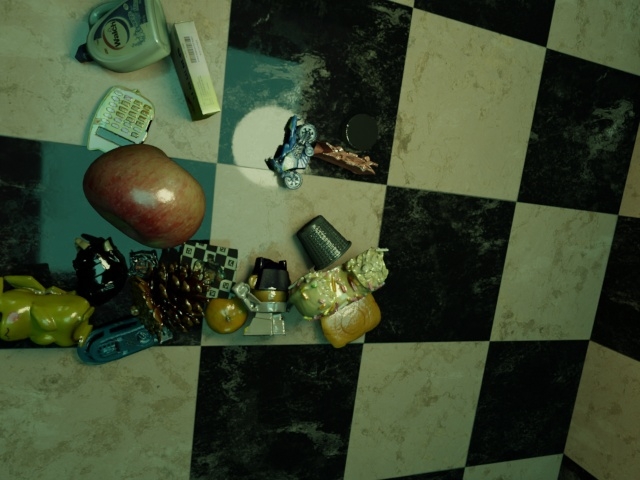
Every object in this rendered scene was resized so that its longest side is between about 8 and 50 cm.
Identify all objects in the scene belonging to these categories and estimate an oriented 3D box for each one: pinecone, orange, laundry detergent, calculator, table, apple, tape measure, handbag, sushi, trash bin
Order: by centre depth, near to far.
[{"bbox_3d":[-0.593,-0.600,1.223,0.280,0.105,0.215,-13,85,11],"label":"laundry detergent"},{"bbox_3d":[-0.505,-0.141,1.254,0.345,0.344,0.269,43,64,-21],"label":"apple"},{"bbox_3d":[-0.623,-0.367,1.314,0.157,0.033,0.237,25,89,-21],"label":"calculator"},{"bbox_3d":[-0.471,0.187,1.332,0.264,0.264,0.264,-4,102,-19],"label":"pinecone"},{"bbox_3d":[-0.595,0.086,1.398,0.094,0.054,0.091,8,101,-15],"label":"tape measure"},{"bbox_3d":[-0.385,0.104,1.457,0.210,0.040,0.193,6,94,9],"label":"sushi"},{"bbox_3d":[-0.333,0.258,1.485,0.156,0.124,0.156,-2,97,-20],"label":"orange"},{"bbox_3d":[0.087,-0.296,1.506,0.212,0.157,0.059,18,94,-21],"label":"handbag"},{"bbox_3d":[0.000,0.000,1.541,0.175,0.175,0.161,-40,97,-8],"label":"trash bin"},{"bbox_3d":[0.149,-0.406,1.568,0.133,0.043,0.134,-4,101,-19],"label":"table"}]

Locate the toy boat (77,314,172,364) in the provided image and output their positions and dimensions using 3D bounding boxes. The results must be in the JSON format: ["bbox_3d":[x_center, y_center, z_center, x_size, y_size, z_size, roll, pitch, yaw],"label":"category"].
[{"bbox_3d":[-0.661,0.338,1.406,0.298,0.092,0.134,-19,109,-15],"label":"toy boat"}]

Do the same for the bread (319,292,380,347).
[{"bbox_3d":[0.112,0.304,1.652,0.245,0.121,0.174,-27,109,-11],"label":"bread"}]

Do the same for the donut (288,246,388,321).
[{"bbox_3d":[0.057,0.166,1.483,0.370,0.307,0.150,-20,76,-30],"label":"donut"}]

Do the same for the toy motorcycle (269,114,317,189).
[{"bbox_3d":[-0.099,-0.312,1.478,0.135,0.092,0.255,19,85,-12],"label":"toy motorcycle"}]

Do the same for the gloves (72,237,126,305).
[{"bbox_3d":[-0.718,0.084,1.330,0.164,0.124,0.203,-45,120,-26],"label":"gloves"}]

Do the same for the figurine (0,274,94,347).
[{"bbox_3d":[-0.868,0.216,1.265,0.326,0.169,0.218,10,120,-27],"label":"figurine"}]

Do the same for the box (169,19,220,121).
[{"bbox_3d":[-0.393,-0.510,1.286,0.062,0.175,0.261,-21,107,-23],"label":"box"}]

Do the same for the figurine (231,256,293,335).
[{"bbox_3d":[-0.181,0.201,1.489,0.143,0.308,0.309,1,103,22],"label":"figurine"}]
